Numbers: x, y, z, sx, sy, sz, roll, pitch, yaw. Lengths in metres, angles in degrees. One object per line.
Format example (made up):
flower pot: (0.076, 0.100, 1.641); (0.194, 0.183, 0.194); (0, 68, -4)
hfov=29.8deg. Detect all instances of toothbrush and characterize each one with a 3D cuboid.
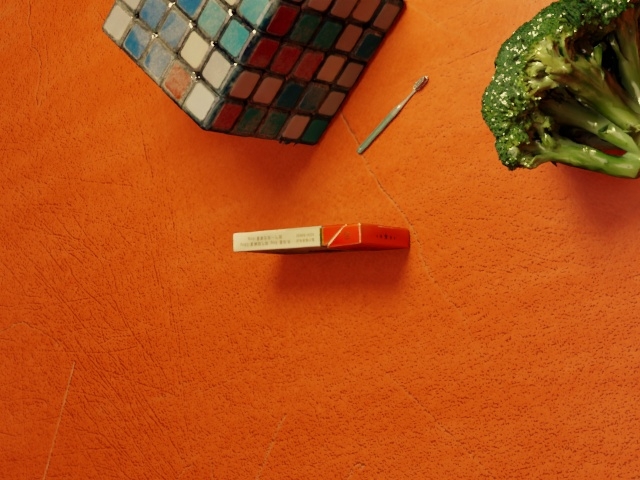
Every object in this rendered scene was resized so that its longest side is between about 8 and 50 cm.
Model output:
toothbrush: (0.109, -0.193, 1.854); (0.167, 0.014, 0.011); (-47, 72, 26)

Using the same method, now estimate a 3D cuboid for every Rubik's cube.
Rubik's cube: (-0.104, -0.346, 1.850); (0.293, 0.292, 0.287); (46, 113, 30)

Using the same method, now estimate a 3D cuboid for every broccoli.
broccoli: (0.340, -0.198, 1.542); (0.245, 0.265, 0.294); (35, 85, 18)

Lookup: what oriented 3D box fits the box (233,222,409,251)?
box: (0.000, 0.000, 1.853); (0.245, 0.139, 0.035); (-3, 85, 35)
